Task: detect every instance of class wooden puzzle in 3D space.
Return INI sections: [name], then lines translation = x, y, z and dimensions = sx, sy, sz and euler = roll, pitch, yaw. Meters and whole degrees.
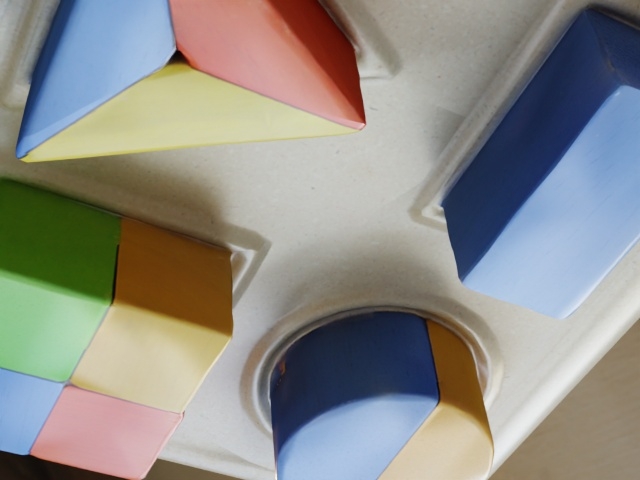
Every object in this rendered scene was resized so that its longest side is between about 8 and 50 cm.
[wooden puzzle]
translation = 0.000, 0.000, 0.400
dimensions = 0.348, 0.322, 0.080
euler = 15, -142, -24
